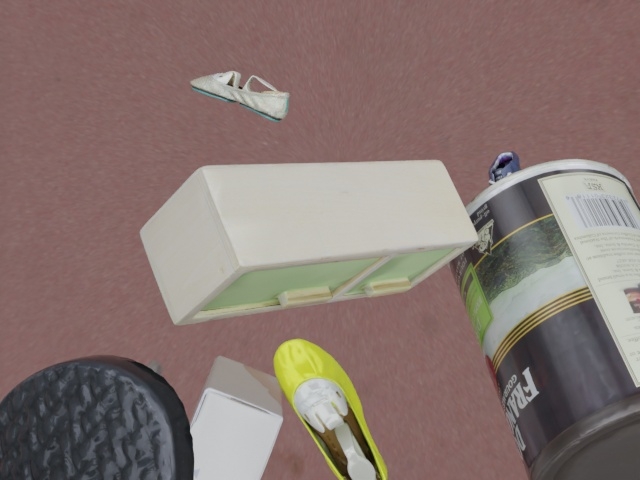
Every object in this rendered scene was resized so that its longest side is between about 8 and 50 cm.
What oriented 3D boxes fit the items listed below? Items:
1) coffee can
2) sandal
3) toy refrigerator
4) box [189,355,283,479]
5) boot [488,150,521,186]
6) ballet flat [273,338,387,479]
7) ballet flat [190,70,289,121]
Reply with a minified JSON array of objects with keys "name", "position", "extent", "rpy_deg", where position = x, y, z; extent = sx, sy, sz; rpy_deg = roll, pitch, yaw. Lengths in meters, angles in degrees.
[{"name":"coffee can","position":[0.250,0.089,0.952],"extent":[0.202,0.201,0.275],"rpy_deg":[-17,50,2]},{"name":"sandal","position":[-0.171,0.255,0.698],"extent":[0.168,0.107,0.445],"rpy_deg":[34,117,27]},{"name":"toy refrigerator","position":[0.000,0.000,0.844],"extent":[0.102,0.270,0.094],"rpy_deg":[-40,66,41]},{"name":"box","position":[-0.139,0.285,1.587],"extent":[0.121,0.311,0.147],"rpy_deg":[22,92,-4]},{"name":"boot","position":[0.257,-0.054,1.440],"extent":[0.069,0.190,0.086],"rpy_deg":[-16,111,24]},{"name":"ballet flat","position":[0.020,0.220,1.215],"extent":[0.077,0.077,0.231],"rpy_deg":[-28,108,1]},{"name":"ballet flat","position":[-0.118,-0.228,1.537],"extent":[0.168,0.057,0.052],"rpy_deg":[23,104,20]}]
